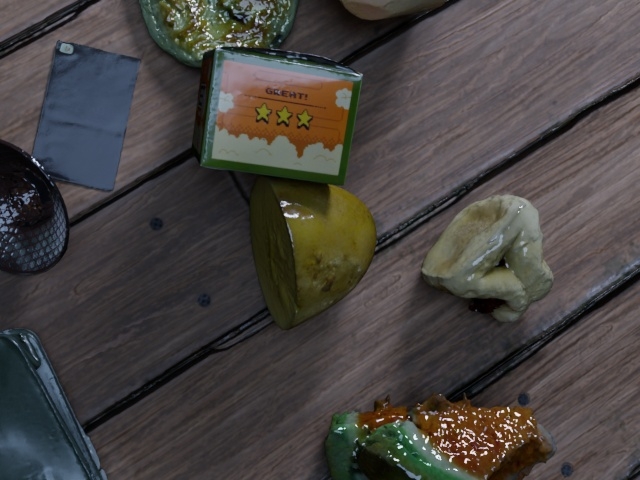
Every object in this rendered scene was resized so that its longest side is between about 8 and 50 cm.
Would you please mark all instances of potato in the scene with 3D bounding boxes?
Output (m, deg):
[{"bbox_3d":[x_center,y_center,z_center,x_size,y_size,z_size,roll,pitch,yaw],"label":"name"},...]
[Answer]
[{"bbox_3d":[0.000,0.000,0.964,0.158,0.178,0.203,-16,98,-21],"label":"potato"}]

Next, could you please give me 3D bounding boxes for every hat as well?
[{"bbox_3d":[-0.392,-0.056,0.948,0.193,0.082,0.193,8,119,15],"label":"hat"}]

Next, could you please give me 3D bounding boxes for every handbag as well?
[{"bbox_3d":[-0.436,0.269,0.919,0.247,0.079,0.260,-26,94,-8],"label":"handbag"}]

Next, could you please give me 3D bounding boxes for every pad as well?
[{"bbox_3d":[-0.323,-0.171,0.998,0.116,0.004,0.193,11,85,-8],"label":"pad"}]

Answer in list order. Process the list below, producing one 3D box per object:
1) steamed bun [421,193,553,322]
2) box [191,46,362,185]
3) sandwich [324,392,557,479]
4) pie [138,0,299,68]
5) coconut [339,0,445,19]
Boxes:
[{"bbox_3d":[0.251,0.040,1.021,0.172,0.141,0.155,-46,108,-6],"label":"steamed bun"},{"bbox_3d":[-0.064,-0.163,0.921,0.177,0.195,0.148,7,101,-14],"label":"box"},{"bbox_3d":[0.176,0.315,0.971,0.301,0.162,0.250,-22,94,-7],"label":"sandwich"},{"bbox_3d":[-0.146,-0.350,1.012,0.240,0.054,0.240,0,88,-11],"label":"pie"},{"bbox_3d":[0.097,-0.415,0.975,0.233,0.233,0.245,22,90,-7],"label":"coconut"}]
